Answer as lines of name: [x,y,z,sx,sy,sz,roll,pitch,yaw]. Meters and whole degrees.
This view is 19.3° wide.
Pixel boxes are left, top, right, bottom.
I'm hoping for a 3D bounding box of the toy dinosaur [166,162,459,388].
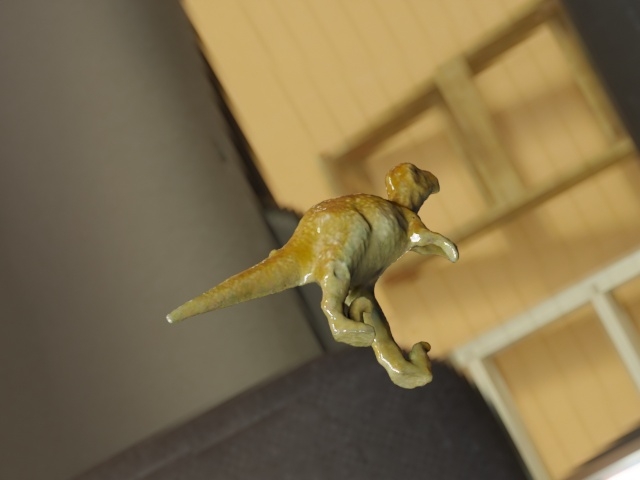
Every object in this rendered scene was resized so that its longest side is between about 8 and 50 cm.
toy dinosaur: [0.000,0.000,0.859,0.162,0.039,0.126,15,-132,-27]
